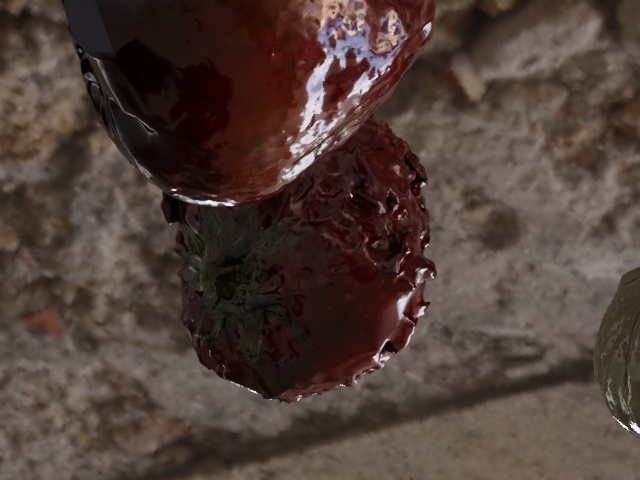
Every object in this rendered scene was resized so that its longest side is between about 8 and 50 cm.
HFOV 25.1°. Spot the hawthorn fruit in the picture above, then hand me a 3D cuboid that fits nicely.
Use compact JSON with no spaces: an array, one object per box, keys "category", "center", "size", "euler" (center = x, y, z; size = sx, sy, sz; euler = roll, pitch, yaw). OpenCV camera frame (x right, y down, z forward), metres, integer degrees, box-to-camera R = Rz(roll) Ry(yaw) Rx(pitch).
[{"category":"hawthorn fruit","center":[-0.023,-0.155,0.815],"size":[0.266,0.210,0.230],"euler":[-35,176,-13]}]

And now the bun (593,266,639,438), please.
[{"category":"bun","center":[0.430,0.083,1.329],"size":[0.365,0.365,0.219],"euler":[1,-85,58]}]

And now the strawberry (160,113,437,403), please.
[{"category":"strawberry","center":[0.000,0.000,1.295],"size":[0.274,0.220,0.274],"euler":[10,-73,36]}]
